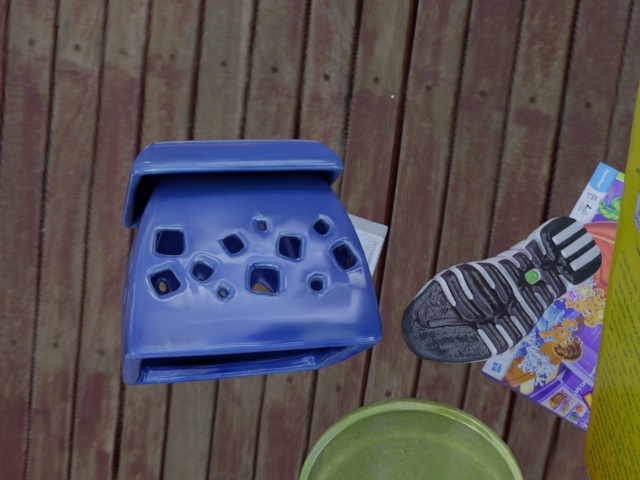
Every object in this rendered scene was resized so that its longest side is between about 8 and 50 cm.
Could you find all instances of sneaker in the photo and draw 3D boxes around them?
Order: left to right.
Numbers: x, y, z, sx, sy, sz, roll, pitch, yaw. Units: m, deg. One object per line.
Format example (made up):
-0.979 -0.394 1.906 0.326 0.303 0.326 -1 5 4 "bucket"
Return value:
0.187 0.079 1.061 0.281 0.162 0.106 -23 78 -28 "sneaker"

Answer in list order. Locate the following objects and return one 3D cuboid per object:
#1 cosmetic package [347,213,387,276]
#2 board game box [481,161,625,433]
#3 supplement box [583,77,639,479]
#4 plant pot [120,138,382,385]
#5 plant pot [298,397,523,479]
0.000 0.000 1.736 0.231 0.085 0.117 17 110 3 "cosmetic package"
0.416 0.096 1.307 0.233 0.078 0.347 29 85 13 "board game box"
0.263 0.072 0.457 0.194 0.195 0.356 -4 129 4 "supplement box"
-0.088 0.023 0.923 0.236 0.236 0.212 -3 77 -15 "plant pot"
0.094 0.346 0.973 0.276 0.254 0.276 2 104 6 "plant pot"
